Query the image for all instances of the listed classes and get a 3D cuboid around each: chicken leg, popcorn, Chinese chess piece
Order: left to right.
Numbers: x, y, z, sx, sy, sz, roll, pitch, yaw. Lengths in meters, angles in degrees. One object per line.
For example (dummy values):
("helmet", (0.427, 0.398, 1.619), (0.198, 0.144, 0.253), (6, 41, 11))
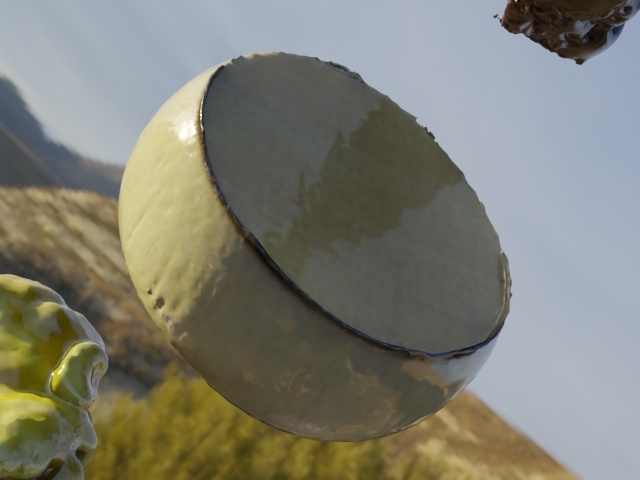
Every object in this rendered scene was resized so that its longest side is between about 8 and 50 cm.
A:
("popcorn", (-0.220, 0.141, 0.945), (0.203, 0.226, 0.200), (31, -33, 21))
("Chinese chess piece", (0.000, 0.000, 0.898), (0.250, 0.103, 0.250), (26, 40, -25))
("chicken leg", (0.215, -0.211, 1.033), (0.083, 0.177, 0.322), (44, -7, 6))
